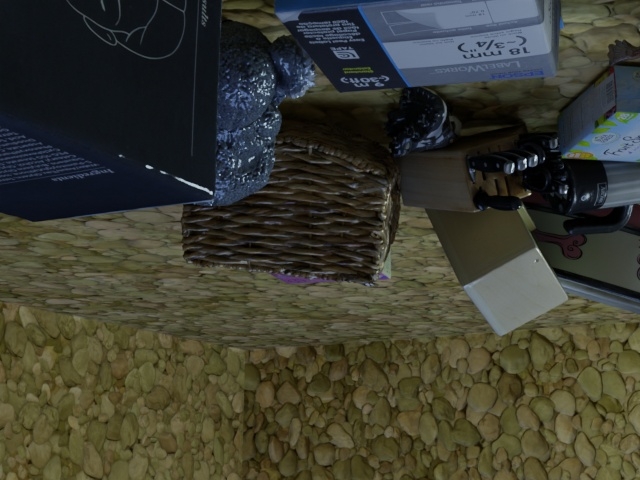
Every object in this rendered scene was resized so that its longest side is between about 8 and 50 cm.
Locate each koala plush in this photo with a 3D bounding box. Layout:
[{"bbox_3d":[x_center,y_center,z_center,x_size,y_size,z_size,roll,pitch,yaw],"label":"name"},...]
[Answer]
[{"bbox_3d":[-0.105,-0.167,1.355,0.196,0.203,0.221,4,155,-17],"label":"koala plush"}]

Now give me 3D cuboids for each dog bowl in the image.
[{"bbox_3d":[0.482,0.024,1.976,0.408,0.150,0.408,18,178,1],"label":"dog bowl"}]

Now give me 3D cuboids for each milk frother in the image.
[{"bbox_3d":[0.386,-0.091,1.722,0.134,0.143,0.129,-7,139,-16],"label":"milk frother"}]

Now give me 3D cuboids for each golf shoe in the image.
[{"bbox_3d":[0.149,-0.164,1.590,0.093,0.077,0.198,-7,176,-11],"label":"golf shoe"}]

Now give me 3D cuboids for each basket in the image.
[{"bbox_3d":[-0.036,-0.080,1.734,0.299,0.214,0.223,6,-160,9],"label":"basket"}]

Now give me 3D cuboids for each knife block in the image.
[{"bbox_3d":[0.204,-0.089,1.630,0.275,0.088,0.242,-9,-170,24],"label":"knife block"}]

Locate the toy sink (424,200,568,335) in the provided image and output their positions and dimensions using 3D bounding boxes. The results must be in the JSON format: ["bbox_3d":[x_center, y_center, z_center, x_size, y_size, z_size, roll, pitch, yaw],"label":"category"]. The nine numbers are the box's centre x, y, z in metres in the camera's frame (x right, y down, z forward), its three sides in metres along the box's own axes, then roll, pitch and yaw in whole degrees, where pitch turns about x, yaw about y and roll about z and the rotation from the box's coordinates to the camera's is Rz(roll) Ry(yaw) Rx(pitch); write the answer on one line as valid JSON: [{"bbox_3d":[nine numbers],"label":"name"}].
[{"bbox_3d":[0.258,-0.005,1.795,0.131,0.234,0.153,-30,136,10],"label":"toy sink"}]

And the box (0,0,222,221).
[{"bbox_3d":[-0.266,-0.203,0.912,0.212,0.294,0.395,-6,165,30],"label":"box"}]

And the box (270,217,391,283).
[{"bbox_3d":[0.000,0.000,2.199,0.213,0.117,0.243,-3,166,17],"label":"box"}]

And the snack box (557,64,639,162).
[{"bbox_3d":[0.427,-0.161,1.564,0.174,0.070,0.207,2,166,-9],"label":"snack box"}]

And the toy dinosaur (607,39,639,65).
[{"bbox_3d":[0.448,-0.205,1.278,0.200,0.127,0.296,-4,156,-14],"label":"toy dinosaur"}]

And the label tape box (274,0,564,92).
[{"bbox_3d":[0.119,-0.224,1.221,0.240,0.106,0.333,-2,167,17],"label":"label tape box"}]

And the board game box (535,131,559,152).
[{"bbox_3d":[0.319,-0.126,1.823,0.103,0.026,0.154,10,165,-34],"label":"board game box"}]
